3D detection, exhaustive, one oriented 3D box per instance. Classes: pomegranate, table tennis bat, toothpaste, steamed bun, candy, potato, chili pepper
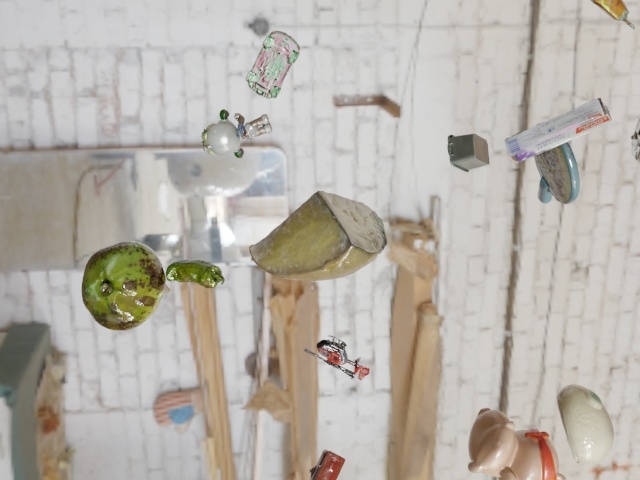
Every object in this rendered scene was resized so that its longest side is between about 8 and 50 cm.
[{"bbox_3d":[-0.476,0.127,2.076,0.277,0.222,0.204,37,12,-46],"label":"pomegranate"},{"bbox_3d":[0.596,-0.179,2.082,0.329,0.044,0.215,72,-6,-68],"label":"table tennis bat"},{"bbox_3d":[0.452,-0.209,1.548,0.047,0.196,0.040,25,48,-52],"label":"toothpaste"},{"bbox_3d":[0.757,0.517,2.304,0.177,0.131,0.228,50,27,-48],"label":"steamed bun"},{"bbox_3d":[0.602,-0.505,1.701,0.046,0.182,0.053,-51,-153,21],"label":"candy"},{"bbox_3d":[0.008,0.036,1.838,0.211,0.264,0.189,19,40,-52],"label":"potato"},{"bbox_3d":[-0.302,0.090,2.085,0.073,0.204,0.072,-65,144,-29],"label":"chili pepper"}]

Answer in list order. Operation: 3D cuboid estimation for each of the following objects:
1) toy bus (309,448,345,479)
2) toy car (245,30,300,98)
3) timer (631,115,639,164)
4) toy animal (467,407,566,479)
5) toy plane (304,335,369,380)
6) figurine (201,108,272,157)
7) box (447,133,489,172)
[{"bbox_3d":[-0.013,0.644,2.041,0.234,0.074,0.096,-63,180,-17],"label":"toy bus"},{"bbox_3d":[-0.086,-0.329,1.511,0.142,0.069,0.055,-56,-176,39],"label":"toy car"},{"bbox_3d":[0.784,-0.288,1.834,0.237,0.087,0.261,-42,152,-71],"label":"timer"},{"bbox_3d":[0.410,0.455,1.705,0.171,0.198,0.171,-58,-172,13],"label":"toy animal"},{"bbox_3d":[0.041,0.247,1.706,0.060,0.145,0.037,-58,-170,23],"label":"toy plane"},{"bbox_3d":[-0.231,-0.292,2.203,0.093,0.197,0.147,-124,-168,-61],"label":"figurine"},{"bbox_3d":[0.377,-0.226,2.053,0.122,0.069,0.084,10,73,-56],"label":"box"}]
